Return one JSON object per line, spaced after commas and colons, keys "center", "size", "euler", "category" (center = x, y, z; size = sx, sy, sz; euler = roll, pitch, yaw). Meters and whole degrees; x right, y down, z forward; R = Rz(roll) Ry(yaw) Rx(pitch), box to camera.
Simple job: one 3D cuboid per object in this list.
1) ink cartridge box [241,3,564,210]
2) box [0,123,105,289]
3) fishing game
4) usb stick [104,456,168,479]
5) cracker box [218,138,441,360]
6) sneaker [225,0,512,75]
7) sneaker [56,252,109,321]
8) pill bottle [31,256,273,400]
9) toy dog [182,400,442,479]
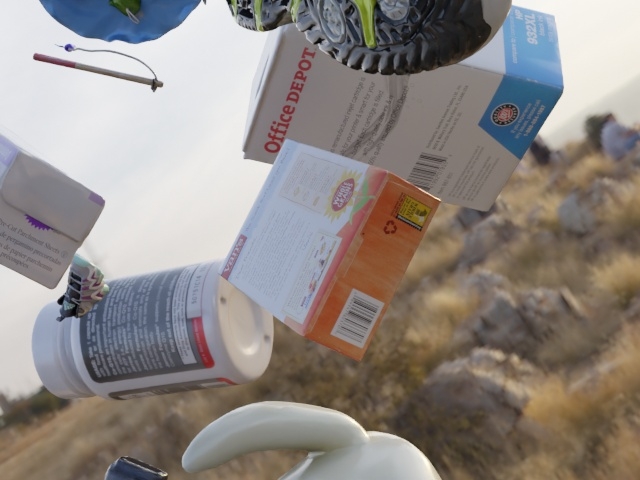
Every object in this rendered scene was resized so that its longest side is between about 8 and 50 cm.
{"center": [0.085, -0.173, 1.254], "size": [0.223, 0.307, 0.129], "euler": [115, 163, -52], "category": "ink cartridge box"}
{"center": [-0.241, -0.058, 0.738], "size": [0.324, 0.067, 0.063], "euler": [30, 88, 53], "category": "box"}
{"center": [-0.198, -0.265, 1.053], "size": [0.041, 0.189, 0.264], "euler": [-83, 7, -55], "category": "fishing game"}
{"center": [-0.231, 0.371, 1.176], "size": [0.045, 0.077, 0.278], "euler": [20, -92, -69], "category": "usb stick"}
{"center": [0.000, 0.000, 1.022], "size": [0.156, 0.067, 0.232], "euler": [-63, 27, 1], "category": "cracker box"}
{"center": [0.036, -0.221, 0.809], "size": [0.147, 0.145, 0.384], "euler": [-22, 27, -16], "category": "sneaker"}
{"center": [-0.269, 0.059, 1.217], "size": [0.069, 0.038, 0.098], "euler": [-52, -20, -19], "category": "sneaker"}
{"center": [-0.218, 0.120, 1.430], "size": [0.283, 0.161, 0.161], "euler": [-10, 8, 23], "category": "pill bottle"}
{"center": [-0.008, 0.351, 0.728], "size": [0.408, 0.395, 0.284], "euler": [-47, 25, -26], "category": "toy dog"}
